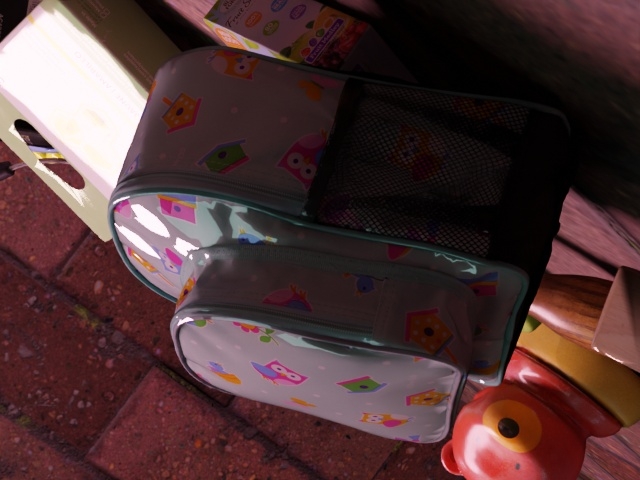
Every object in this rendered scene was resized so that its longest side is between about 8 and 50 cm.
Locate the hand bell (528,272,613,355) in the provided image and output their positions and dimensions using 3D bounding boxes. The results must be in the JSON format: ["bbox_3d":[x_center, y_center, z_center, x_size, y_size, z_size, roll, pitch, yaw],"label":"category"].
[{"bbox_3d":[0.094,0.022,0.855,0.242,0.126,0.126,20,167,29],"label":"hand bell"}]

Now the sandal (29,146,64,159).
[{"bbox_3d":[-0.305,-0.178,1.459,0.317,0.126,0.138,31,168,38],"label":"sandal"}]

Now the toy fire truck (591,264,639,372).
[{"bbox_3d":[0.169,0.120,0.617,0.158,0.217,0.246,37,-171,-5],"label":"toy fire truck"}]

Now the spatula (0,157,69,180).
[{"bbox_3d":[-0.240,-0.060,1.323,0.084,0.296,0.030,-127,22,-86],"label":"spatula"}]

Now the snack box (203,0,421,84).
[{"bbox_3d":[0.017,-0.069,0.773,0.100,0.037,0.141,29,169,43],"label":"snack box"}]

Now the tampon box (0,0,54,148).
[{"bbox_3d":[-0.261,-0.145,1.283,0.101,0.120,0.161,9,179,-9],"label":"tampon box"}]

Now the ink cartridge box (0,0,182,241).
[{"bbox_3d":[-0.170,-0.078,1.106,0.171,0.056,0.235,46,139,-12],"label":"ink cartridge box"}]

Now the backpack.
[{"bbox_3d":[0.000,0.000,0.674,0.188,0.144,0.166,21,161,9],"label":"backpack"}]

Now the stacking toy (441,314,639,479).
[{"bbox_3d":[0.056,0.056,1.095,0.309,0.130,0.279,32,173,36],"label":"stacking toy"}]
